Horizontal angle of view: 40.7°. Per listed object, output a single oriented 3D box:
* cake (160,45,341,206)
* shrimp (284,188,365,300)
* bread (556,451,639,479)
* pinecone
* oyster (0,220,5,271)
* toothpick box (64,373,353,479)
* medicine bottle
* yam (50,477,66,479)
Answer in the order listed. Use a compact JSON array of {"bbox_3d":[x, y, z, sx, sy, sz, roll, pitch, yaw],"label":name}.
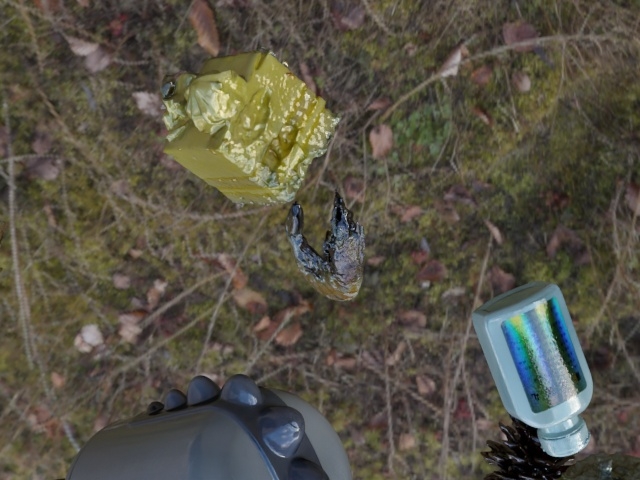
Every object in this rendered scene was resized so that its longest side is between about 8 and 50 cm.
[{"bbox_3d":[-0.154,-0.226,1.611,0.286,0.222,0.227,37,160,-33],"label":"cake"},{"bbox_3d":[0.000,0.000,1.844,0.233,0.071,0.365,37,152,24],"label":"shrimp"},{"bbox_3d":[0.487,0.488,1.507,0.176,0.195,0.246,5,114,32],"label":"bread"},{"bbox_3d":[0.420,0.424,1.708,0.208,0.207,0.207,6,125,9],"label":"pinecone"},{"bbox_3d":[-0.371,0.098,0.712,0.204,0.396,0.110,-16,114,-2],"label":"oyster"},{"bbox_3d":[-0.108,0.252,0.886,0.316,0.229,0.229,-23,117,42],"label":"toothpick box"},{"bbox_3d":[0.299,0.179,1.174,0.121,0.083,0.228,-24,98,-13],"label":"medicine bottle"},{"bbox_3d":[-0.368,0.346,1.205,0.130,0.027,0.033,0,154,-26],"label":"yam"}]
